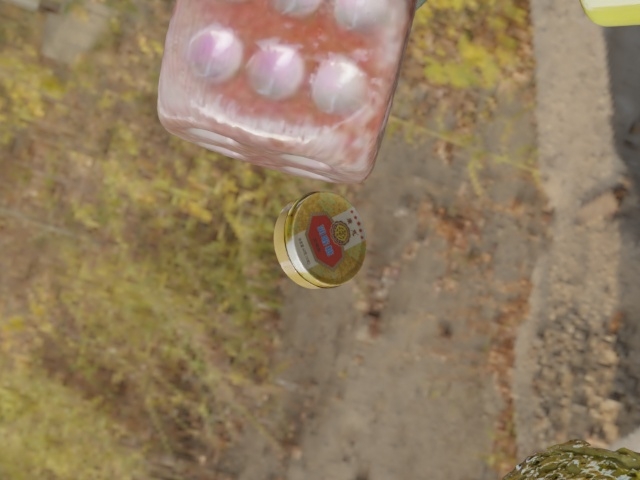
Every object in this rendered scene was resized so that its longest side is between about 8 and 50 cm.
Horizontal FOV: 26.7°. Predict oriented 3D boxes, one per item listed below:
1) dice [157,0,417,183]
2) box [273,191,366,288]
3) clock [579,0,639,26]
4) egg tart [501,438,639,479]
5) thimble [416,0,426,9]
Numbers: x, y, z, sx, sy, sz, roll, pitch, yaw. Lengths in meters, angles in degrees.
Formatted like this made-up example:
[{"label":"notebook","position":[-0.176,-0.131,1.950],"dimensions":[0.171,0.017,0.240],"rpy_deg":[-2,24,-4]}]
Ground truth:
[{"label":"dice","position":[-0.012,-0.079,0.560],"dimensions":[0.091,0.093,0.094],"rpy_deg":[73,-149,-86]},{"label":"box","position":[0.000,0.000,1.447],"dimensions":[0.037,0.105,0.106],"rpy_deg":[-13,62,50]},{"label":"clock","position":[0.208,-0.249,0.854],"dimensions":[0.096,0.202,0.143],"rpy_deg":[3,39,43]},{"label":"egg tart","position":[0.243,0.363,1.352],"dimensions":[0.345,0.132,0.345],"rpy_deg":[-19,63,42]},{"label":"thimble","position":[-0.018,-0.233,0.934],"dimensions":[0.143,0.198,0.235],"rpy_deg":[-41,60,15]}]
